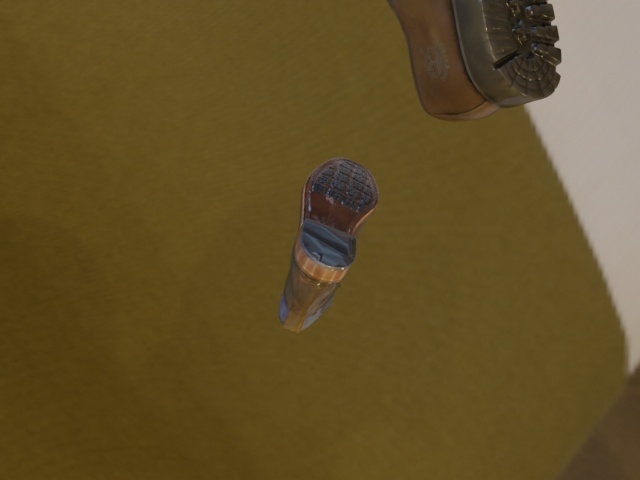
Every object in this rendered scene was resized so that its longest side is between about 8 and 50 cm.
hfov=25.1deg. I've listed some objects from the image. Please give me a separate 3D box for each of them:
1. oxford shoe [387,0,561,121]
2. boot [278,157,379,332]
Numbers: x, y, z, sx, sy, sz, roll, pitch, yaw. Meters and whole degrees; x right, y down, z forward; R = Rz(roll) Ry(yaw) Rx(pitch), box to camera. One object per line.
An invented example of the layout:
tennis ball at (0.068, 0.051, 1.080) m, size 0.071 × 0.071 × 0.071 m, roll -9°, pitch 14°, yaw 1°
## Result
oxford shoe at (0.066, -0.176, 0.807) m, size 0.082 × 0.096 × 0.227 m, roll 10°, pitch 71°, yaw -39°
boot at (0.000, 0.000, 1.501) m, size 0.082 × 0.106 × 0.219 m, roll 25°, pitch 34°, yaw -2°
